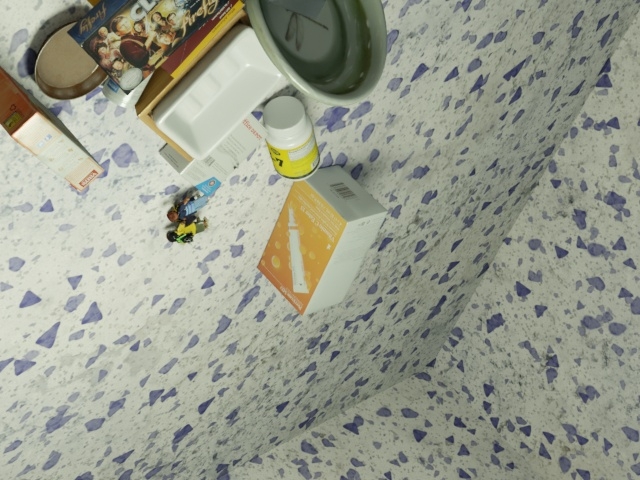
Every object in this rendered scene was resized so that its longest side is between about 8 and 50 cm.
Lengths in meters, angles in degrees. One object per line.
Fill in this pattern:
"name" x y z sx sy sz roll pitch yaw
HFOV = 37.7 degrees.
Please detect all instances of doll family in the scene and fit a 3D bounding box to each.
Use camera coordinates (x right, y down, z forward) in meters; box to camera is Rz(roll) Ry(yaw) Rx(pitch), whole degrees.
"doll family" -0.320 -0.047 2.218 0.111 0.076 0.193 -25 143 -27

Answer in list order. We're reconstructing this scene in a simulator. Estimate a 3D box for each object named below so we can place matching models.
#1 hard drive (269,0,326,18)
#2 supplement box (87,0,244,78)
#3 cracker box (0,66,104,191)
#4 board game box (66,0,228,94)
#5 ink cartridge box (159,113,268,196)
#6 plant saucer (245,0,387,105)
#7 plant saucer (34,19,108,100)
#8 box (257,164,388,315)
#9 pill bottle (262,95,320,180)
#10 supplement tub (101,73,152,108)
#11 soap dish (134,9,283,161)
"hard drive" -0.093 -0.505 1.655 0.054 0.172 0.255 -26 154 37
"supplement box" -0.276 -0.429 1.666 0.191 0.129 0.194 -47 153 3
"cracker box" -0.497 -0.196 1.652 0.067 0.156 0.232 -44 153 -2
"board game box" -0.279 -0.372 1.551 0.243 0.042 0.165 -44 153 -2
"ink cartridge box" -0.233 -0.216 2.080 0.203 0.086 0.148 -46 154 0
"plant saucer" -0.027 -0.449 1.844 0.101 0.400 0.400 -13 179 42
"plant saucer" -0.442 -0.329 1.686 0.168 0.029 0.168 -33 151 -21
"box" 0.000 0.000 2.578 0.168 0.215 0.345 -16 141 -44
"pill bottle" -0.071 -0.243 2.237 0.119 0.119 0.208 -39 152 -13
"supplement tub" -0.361 -0.312 1.778 0.071 0.071 0.107 2 127 -56
"soap dish" -0.228 -0.320 1.903 0.291 0.118 0.229 -45 153 1
